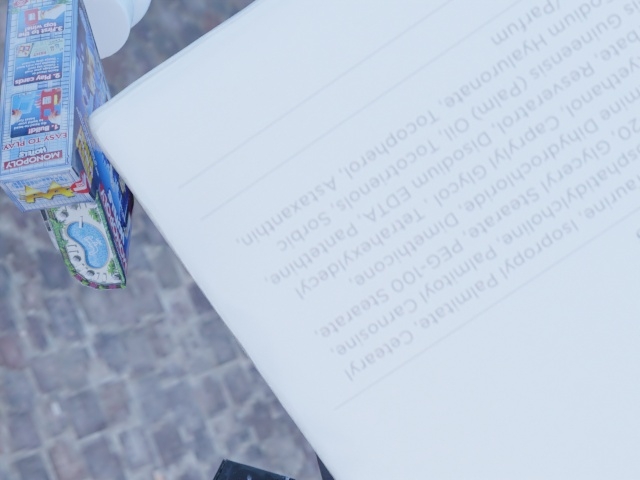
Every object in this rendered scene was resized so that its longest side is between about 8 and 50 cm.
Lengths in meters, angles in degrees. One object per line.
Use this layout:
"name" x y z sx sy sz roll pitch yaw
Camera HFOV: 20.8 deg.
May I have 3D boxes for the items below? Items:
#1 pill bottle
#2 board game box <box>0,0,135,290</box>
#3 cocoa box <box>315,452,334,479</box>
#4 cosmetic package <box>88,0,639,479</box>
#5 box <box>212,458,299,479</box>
"pill bottle" -0.202 -0.247 1.581 0.108 0.108 0.180 43 31 -31
"board game box" -0.195 -0.063 1.330 0.194 0.060 0.194 -91 170 -55
"cocoa box" 0.190 0.162 1.446 0.347 0.231 0.228 -28 112 -48
"cosmetic package" 0.125 -0.014 1.044 0.393 0.327 0.329 55 7 -5
"box" -0.041 0.312 1.704 0.147 0.180 0.077 -62 144 -23
